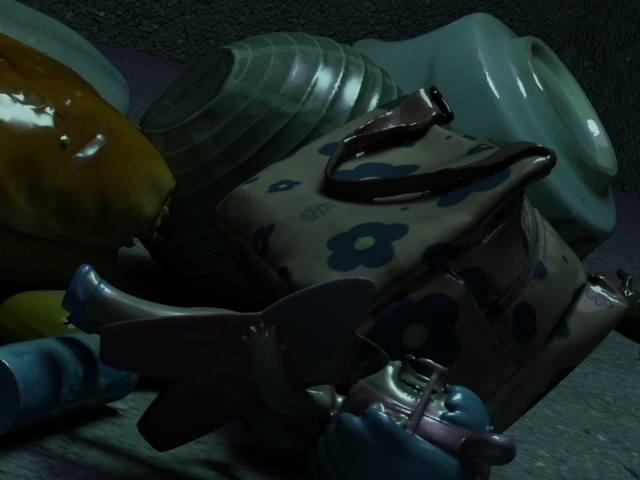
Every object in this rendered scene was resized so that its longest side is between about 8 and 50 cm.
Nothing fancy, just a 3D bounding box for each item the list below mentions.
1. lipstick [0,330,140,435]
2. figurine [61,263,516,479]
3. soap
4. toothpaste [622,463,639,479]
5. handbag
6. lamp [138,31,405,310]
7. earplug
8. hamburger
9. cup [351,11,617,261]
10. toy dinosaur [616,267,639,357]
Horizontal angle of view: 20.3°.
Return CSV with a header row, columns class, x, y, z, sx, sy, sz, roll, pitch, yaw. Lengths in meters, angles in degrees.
class,x,y,z,sx,sy,sz,roll,pitch,yaw
lipstick,-0.152,0.078,1.002,0.048,0.048,0.158,21,8,17
figurine,-0.026,0.097,0.993,0.260,0.103,0.205,24,-27,5
soap,-0.143,0.058,1.147,0.089,0.045,0.140,13,3,43
toothpaste,0.371,0.201,1.276,0.299,0.073,0.114,9,10,-8
handbag,0.066,0.020,1.175,0.190,0.193,0.251,55,-6,-23
lamp,-0.038,-0.050,1.454,0.233,0.265,0.233,47,26,-32
earplug,-0.356,-0.189,1.944,0.324,0.185,0.185,22,6,-24
hamburger,-0.260,-0.065,1.296,0.314,0.170,0.290,11,17,-46
cup,0.191,-0.097,1.827,0.347,0.163,0.347,46,24,-28
toy dinosaur,0.336,0.099,1.988,0.187,0.087,0.179,6,36,40
